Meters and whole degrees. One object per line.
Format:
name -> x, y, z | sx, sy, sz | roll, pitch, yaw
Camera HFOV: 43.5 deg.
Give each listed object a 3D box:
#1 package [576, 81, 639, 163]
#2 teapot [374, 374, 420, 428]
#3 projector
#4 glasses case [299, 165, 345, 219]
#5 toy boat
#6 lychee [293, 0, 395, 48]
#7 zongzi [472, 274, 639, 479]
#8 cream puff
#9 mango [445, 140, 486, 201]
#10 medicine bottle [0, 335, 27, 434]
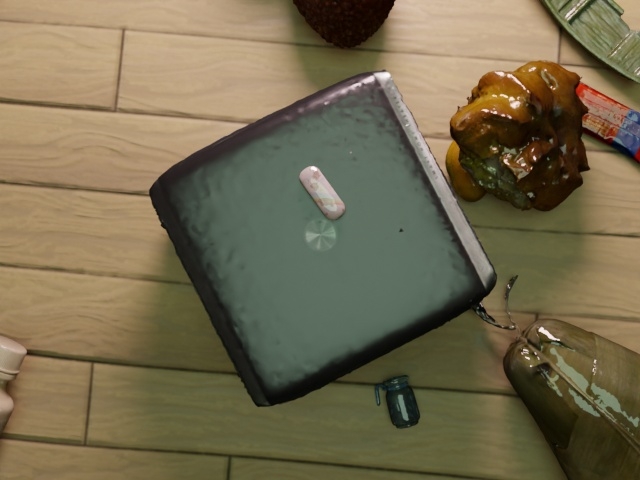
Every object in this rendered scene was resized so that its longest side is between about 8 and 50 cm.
package -> 0.487, -0.203, 1.364 | 0.200, 0.022, 0.083 | 28, 88, 2
teapot -> 0.130, 0.268, 1.337 | 0.049, 0.063, 0.083 | -11, 83, -32
projector -> 0.000, 0.000, 1.251 | 0.405, 0.242, 0.395 | -28, 88, 0
glasses case -> 0.002, -0.066, 1.123 | 0.032, 0.021, 0.083 | -35, 87, 2
toy boat -> 0.452, -0.382, 1.357 | 0.093, 0.055, 0.293 | -45, 88, -1
lychee -> 0.041, -0.418, 1.302 | 0.194, 0.194, 0.194 | 0, 87, 1
zongzi -> 0.377, 0.312, 1.268 | 0.447, 0.181, 0.418 | 26, 88, 4
cream puff -> 0.316, -0.167, 1.269 | 0.269, 0.155, 0.241 | 0, 93, -40
mango -> 0.250, -0.121, 1.345 | 0.079, 0.057, 0.114 | -7, 92, -9
medicine bottle -> -0.565, 0.279, 1.304 | 0.114, 0.114, 0.252 | 27, 87, 2
